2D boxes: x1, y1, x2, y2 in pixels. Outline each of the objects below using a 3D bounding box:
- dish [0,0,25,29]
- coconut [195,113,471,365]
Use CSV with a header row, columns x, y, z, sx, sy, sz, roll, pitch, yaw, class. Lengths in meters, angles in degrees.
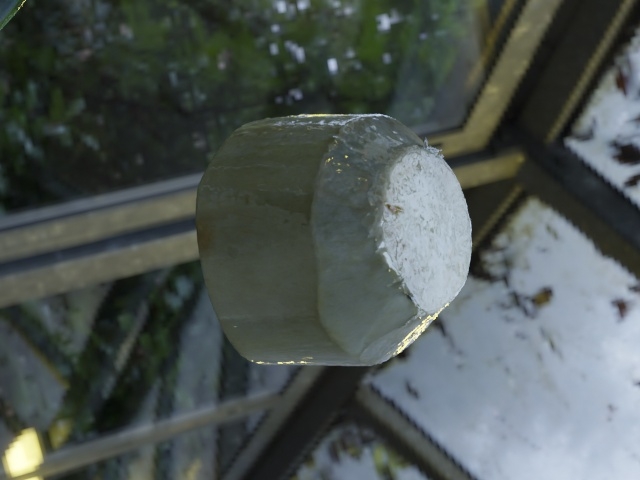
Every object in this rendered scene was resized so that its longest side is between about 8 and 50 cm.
x,y,z,sx,sy,sz,roll,pitch,yaw,class
-0.399,-0.260,1.416,0.124,0.324,0.324,51,-34,17,dish
0.000,0.000,1.834,0.323,0.323,0.323,36,-47,51,coconut
